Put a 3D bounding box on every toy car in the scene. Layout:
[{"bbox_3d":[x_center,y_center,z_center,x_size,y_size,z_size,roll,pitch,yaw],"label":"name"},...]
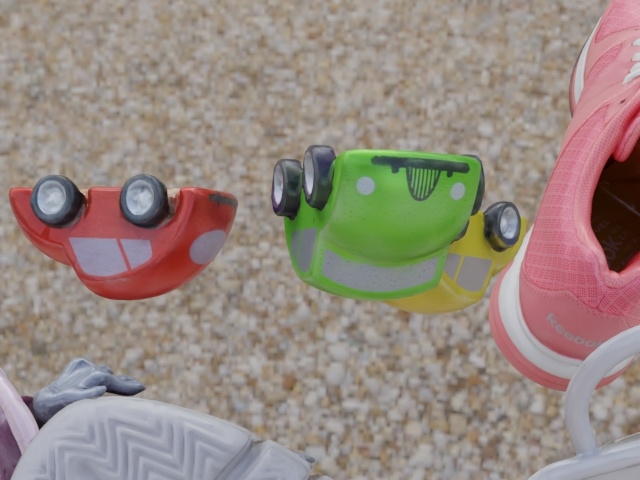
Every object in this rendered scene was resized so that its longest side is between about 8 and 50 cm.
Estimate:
[{"bbox_3d":[0.000,0.000,0.546,0.239,0.053,0.225,3,-4,-15],"label":"toy car"}]

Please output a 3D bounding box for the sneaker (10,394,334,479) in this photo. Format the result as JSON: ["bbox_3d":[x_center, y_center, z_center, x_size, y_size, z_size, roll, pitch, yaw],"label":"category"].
[{"bbox_3d":[0.015,0.173,0.578,0.321,0.180,0.124,37,89,-2],"label":"sneaker"}]

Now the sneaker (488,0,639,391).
[{"bbox_3d":[0.204,-0.062,0.813,0.116,0.136,0.314,23,64,2],"label":"sneaker"}]

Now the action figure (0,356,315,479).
[{"bbox_3d":[-0.149,0.285,0.894,0.276,0.370,0.248,20,4,-45],"label":"action figure"}]

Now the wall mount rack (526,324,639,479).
[{"bbox_3d":[0.178,0.215,0.745,0.304,0.350,0.130,-18,36,10],"label":"wall mount rack"}]
